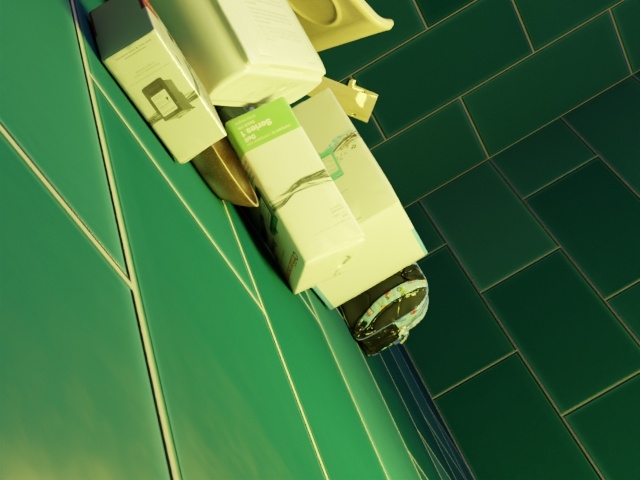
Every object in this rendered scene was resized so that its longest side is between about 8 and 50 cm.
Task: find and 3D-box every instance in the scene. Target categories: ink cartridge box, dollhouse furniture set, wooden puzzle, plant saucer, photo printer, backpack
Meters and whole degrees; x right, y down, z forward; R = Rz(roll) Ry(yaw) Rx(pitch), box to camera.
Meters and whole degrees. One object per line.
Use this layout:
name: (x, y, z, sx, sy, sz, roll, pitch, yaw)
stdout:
ink cartridge box: (-0.167, -0.170, 1.117, 0.150, 0.063, 0.109, 56, 4, -41)
dollhouse furniture set: (-0.030, -0.215, 2.291, 0.174, 0.303, 0.355, 21, 8, -8)
wooden puzzle: (-0.084, -0.422, 1.660, 0.348, 0.080, 0.322, 38, -19, -25)
plant saucer: (-0.140, -0.119, 1.313, 0.198, 0.036, 0.198, 60, 3, -5)
ink cartridge box: (-0.040, -0.055, 1.451, 0.219, 0.092, 0.160, 61, -14, 13)
ink cartridge box: (0.015, -0.070, 1.817, 0.270, 0.197, 0.198, 62, 4, 32)
photo printer: (-0.139, -0.324, 1.406, 0.307, 0.107, 0.256, 61, 23, 6)
backpack: (0.129, 0.119, 2.082, 0.117, 0.173, 0.158, 56, 4, -49)

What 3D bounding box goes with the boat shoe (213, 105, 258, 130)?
boat shoe: (-0.143, -0.240, 1.732, 0.089, 0.109, 0.258, 43, 1, -18)
